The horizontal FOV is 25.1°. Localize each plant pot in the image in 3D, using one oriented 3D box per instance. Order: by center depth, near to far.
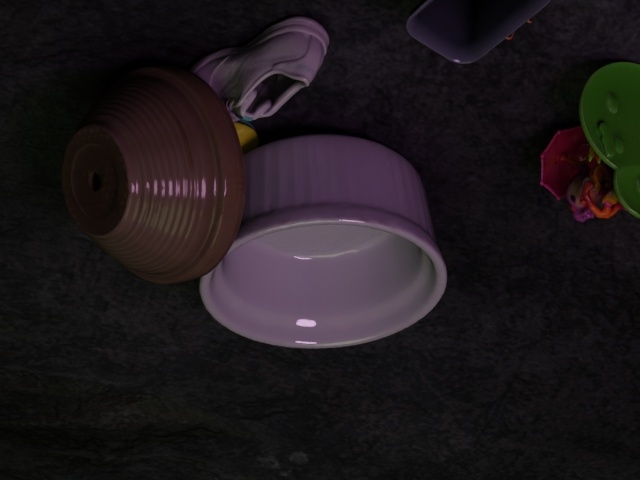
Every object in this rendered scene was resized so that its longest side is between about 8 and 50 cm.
[{"bbox_3d":[-0.198,-0.066,1.529,0.109,0.237,0.237,-10,162,-45],"label":"plant pot"}]

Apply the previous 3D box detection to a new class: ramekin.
[{"bbox_3d":[0.000,0.000,1.638,0.277,0.135,0.277,-3,147,-2],"label":"ramekin"}]

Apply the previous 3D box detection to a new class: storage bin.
[{"bbox_3d":[0.156,-0.244,1.357,0.098,0.091,0.135,28,140,-23],"label":"storage bin"}]

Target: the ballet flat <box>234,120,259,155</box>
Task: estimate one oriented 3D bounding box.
[{"bbox_3d":[-0.177,-0.077,1.653,0.230,0.077,0.077,-10,140,23],"label":"ballet flat"}]

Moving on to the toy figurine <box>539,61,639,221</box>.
[{"bbox_3d":[0.295,-0.076,1.512,0.130,0.173,0.159,2,160,-20],"label":"toy figurine"}]

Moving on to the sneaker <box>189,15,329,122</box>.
[{"bbox_3d":[-0.082,-0.155,1.519,0.080,0.094,0.212,33,137,-30],"label":"sneaker"}]
